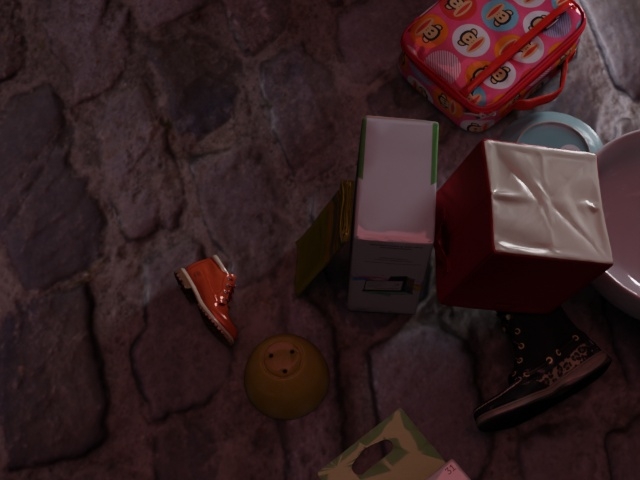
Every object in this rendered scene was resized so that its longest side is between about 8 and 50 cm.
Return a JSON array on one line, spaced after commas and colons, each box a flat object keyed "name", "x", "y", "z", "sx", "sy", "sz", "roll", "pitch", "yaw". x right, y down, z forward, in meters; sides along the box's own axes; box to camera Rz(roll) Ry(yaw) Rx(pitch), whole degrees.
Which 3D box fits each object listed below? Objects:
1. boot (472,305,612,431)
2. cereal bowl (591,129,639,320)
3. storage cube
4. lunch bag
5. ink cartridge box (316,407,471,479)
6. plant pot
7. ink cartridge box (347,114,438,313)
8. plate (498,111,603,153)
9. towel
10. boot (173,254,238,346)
[{"name": "boot", "x": 0.301, "y": 0.174, "z": 1.695, "sx": 0.236, "sy": 0.085, "sz": 0.178, "roll": -24, "pitch": 64, "yaw": -16}, {"name": "cereal bowl", "x": 0.549, "y": -0.005, "z": 1.729, "sx": 0.339, "sy": 0.141, "sz": 0.339, "roll": -1, "pitch": 60, "yaw": 1}, {"name": "storage cube", "x": 0.285, "y": -0.015, "z": 1.619, "sx": 0.215, "sy": 0.193, "sz": 0.183, "roll": 7, "pitch": 64, "yaw": -16}, {"name": "lunch bag", "x": 0.306, "y": -0.328, "z": 1.917, "sx": 0.293, "sy": 0.120, "sz": 0.258, "roll": -42, "pitch": 74, "yaw": -14}, {"name": "ink cartridge box", "x": 0.129, "y": 0.376, "z": 1.623, "sx": 0.171, "sy": 0.056, "sz": 0.235, "roll": -36, "pitch": 71, "yaw": -13}, {"name": "plant pot", "x": -0.054, "y": 0.194, "z": 1.692, "sx": 0.134, "sy": 0.095, "sz": 0.134, "roll": -1, "pitch": 64, "yaw": 1}, {"name": "ink cartridge box", "x": 0.106, "y": -0.030, "z": 1.692, "sx": 0.117, "sy": 0.278, "sz": 0.201, "roll": 4, "pitch": 65, "yaw": 1}, {"name": "plate", "x": 0.389, "y": -0.141, "z": 1.871, "sx": 0.188, "sy": 0.024, "sz": 0.188, "roll": -1, "pitch": 64, "yaw": 2}, {"name": "towel", "x": 0.000, "y": 0.000, "z": 1.708, "sx": 0.021, "sy": 0.237, "sz": 0.102, "roll": 13, "pitch": 63, "yaw": -14}, {"name": "boot", "x": -0.160, "y": 0.092, "z": 1.767, "sx": 0.085, "sy": 0.059, "sz": 0.158, "roll": -28, "pitch": 66, "yaw": -16}]
